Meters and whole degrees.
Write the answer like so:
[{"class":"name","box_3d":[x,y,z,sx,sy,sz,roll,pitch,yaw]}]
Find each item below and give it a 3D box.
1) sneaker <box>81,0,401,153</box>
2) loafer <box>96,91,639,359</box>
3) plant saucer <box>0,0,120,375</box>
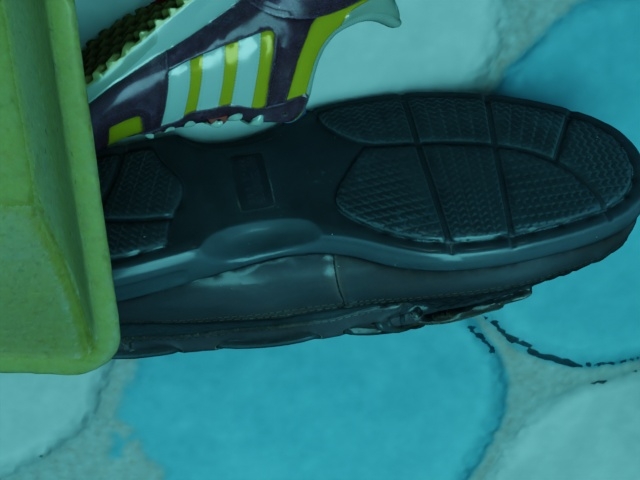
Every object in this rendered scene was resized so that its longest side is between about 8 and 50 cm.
[{"class":"sneaker","box_3d":[-0.051,-0.071,0.584,0.185,0.069,0.084,-36,114,12]},{"class":"loafer","box_3d":[0.000,0.000,0.629,0.302,0.109,0.095,-6,139,0]},{"class":"plant saucer","box_3d":[-0.244,-0.110,0.488,0.332,0.081,0.333,2,122,6]}]
